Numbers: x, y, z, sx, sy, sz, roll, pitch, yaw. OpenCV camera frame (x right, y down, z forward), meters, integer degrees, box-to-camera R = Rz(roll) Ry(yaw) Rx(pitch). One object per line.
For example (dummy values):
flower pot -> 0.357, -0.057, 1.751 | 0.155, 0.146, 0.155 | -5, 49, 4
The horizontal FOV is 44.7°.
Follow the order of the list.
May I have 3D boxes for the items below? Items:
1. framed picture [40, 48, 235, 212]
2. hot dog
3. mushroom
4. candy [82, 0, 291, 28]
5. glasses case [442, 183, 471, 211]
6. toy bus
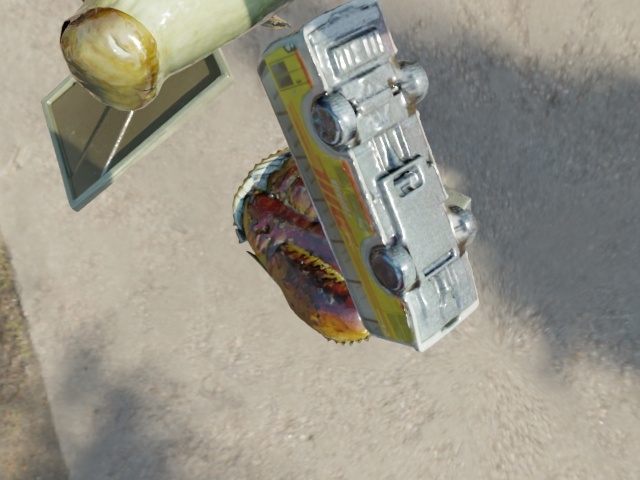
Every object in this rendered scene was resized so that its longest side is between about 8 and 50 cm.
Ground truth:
framed picture -> -0.285, -0.222, 1.162 | 0.324, 0.020, 0.241 | -37, 58, 17
hot dog -> 0.000, 0.000, 0.928 | 0.162, 0.082, 0.270 | -45, 62, 3
mushroom -> -0.053, -0.208, 0.588 | 0.333, 0.107, 0.087 | -41, 100, -28
candy -> -0.161, -0.296, 0.937 | 0.271, 0.143, 0.101 | 17, 110, 4
glasses case -> 0.108, -0.071, 1.064 | 0.204, 0.071, 0.047 | 30, 73, 23
toy bus -> 0.041, -0.047, 0.613 | 0.092, 0.106, 0.268 | -33, 110, -29
